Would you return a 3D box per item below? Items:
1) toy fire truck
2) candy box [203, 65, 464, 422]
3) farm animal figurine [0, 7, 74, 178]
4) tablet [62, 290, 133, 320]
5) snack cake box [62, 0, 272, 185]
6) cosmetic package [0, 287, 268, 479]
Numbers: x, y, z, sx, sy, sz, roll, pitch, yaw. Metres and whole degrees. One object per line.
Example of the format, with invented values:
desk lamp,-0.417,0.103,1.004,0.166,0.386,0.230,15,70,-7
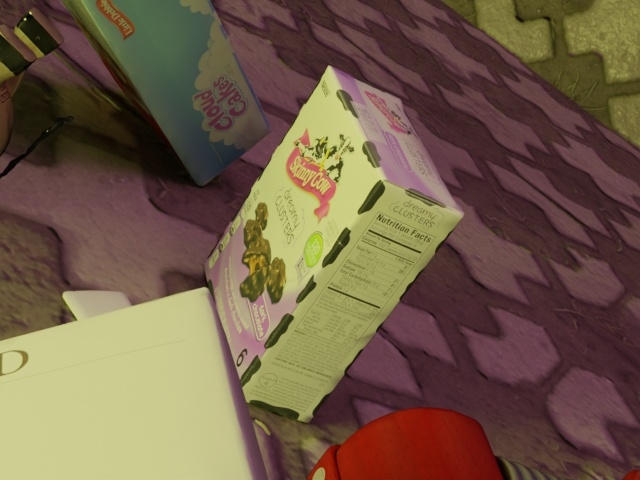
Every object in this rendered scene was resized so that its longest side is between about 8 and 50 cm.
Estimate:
toy fire truck,0.122,0.160,0.615,0.217,0.246,0.158,24,25,-22
candy box,0.000,0.000,0.822,0.070,0.196,0.165,22,26,-26
farm animal figurine,-0.320,-0.161,0.776,0.327,0.172,0.330,49,17,2
tablet,-0.134,0.063,0.767,0.054,0.006,0.083,3,38,-49
snack cake box,-0.146,-0.181,0.950,0.152,0.089,0.264,48,-8,30
cosmetic package,-0.079,0.198,0.310,0.196,0.155,0.366,-16,39,-6
